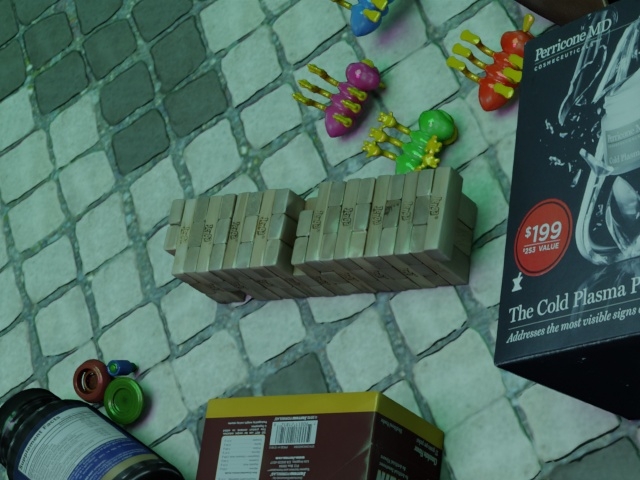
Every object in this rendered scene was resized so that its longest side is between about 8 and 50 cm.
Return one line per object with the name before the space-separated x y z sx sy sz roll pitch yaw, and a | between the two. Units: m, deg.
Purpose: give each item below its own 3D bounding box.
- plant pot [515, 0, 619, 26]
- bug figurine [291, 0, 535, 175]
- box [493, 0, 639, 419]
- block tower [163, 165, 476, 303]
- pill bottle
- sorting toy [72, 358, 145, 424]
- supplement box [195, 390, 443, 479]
plant pot | 0.259 -0.288 1.440 0.230 0.215 0.215 17 77 53
bug figurine | 0.097 -0.176 1.562 0.279 0.072 0.216 36 96 35
box | 0.328 -0.046 1.207 0.343 0.179 0.313 -20 54 49
block tower | 0.000 0.000 1.528 0.335 0.097 0.091 -6 64 34
pill bottle | -0.247 0.239 1.556 0.219 0.123 0.123 28 84 40
sorting toy | -0.221 0.159 1.638 0.102 0.042 0.061 26 99 28
supplement box | -0.006 0.253 1.381 0.191 0.129 0.194 -6 64 31
